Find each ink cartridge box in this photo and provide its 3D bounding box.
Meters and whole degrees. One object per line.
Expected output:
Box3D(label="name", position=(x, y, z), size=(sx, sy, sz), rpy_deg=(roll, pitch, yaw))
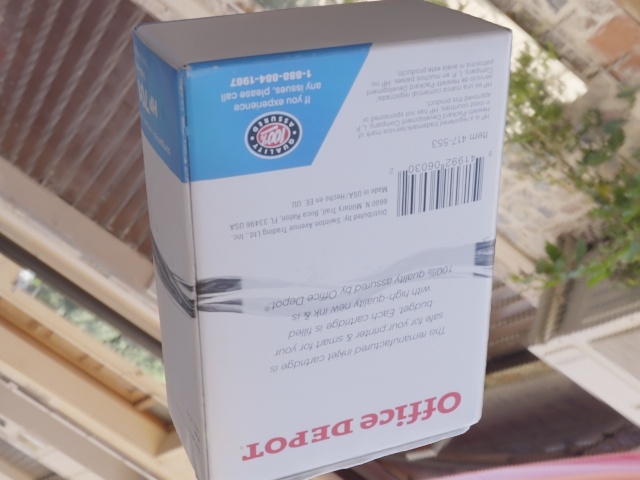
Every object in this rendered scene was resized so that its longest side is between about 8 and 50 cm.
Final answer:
Box3D(label="ink cartridge box", position=(0.000, 0.000, 0.414), size=(0.082, 0.140, 0.190), rpy_deg=(-135, -140, -55))
